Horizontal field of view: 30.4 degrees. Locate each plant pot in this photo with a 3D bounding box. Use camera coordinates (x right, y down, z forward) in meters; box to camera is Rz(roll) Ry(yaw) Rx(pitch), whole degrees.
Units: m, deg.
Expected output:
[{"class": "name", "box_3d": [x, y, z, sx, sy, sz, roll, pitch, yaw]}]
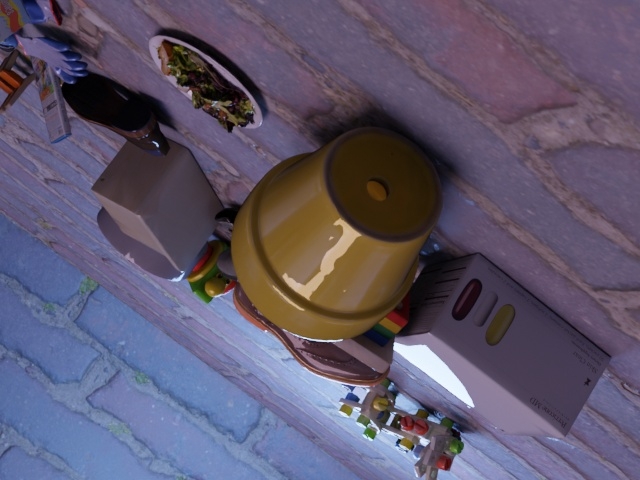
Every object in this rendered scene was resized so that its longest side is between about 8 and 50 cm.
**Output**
[{"class": "plant pot", "box_3d": [0.035, -0.024, 1.539, 0.254, 0.254, 0.239, 36, 149, -4]}]

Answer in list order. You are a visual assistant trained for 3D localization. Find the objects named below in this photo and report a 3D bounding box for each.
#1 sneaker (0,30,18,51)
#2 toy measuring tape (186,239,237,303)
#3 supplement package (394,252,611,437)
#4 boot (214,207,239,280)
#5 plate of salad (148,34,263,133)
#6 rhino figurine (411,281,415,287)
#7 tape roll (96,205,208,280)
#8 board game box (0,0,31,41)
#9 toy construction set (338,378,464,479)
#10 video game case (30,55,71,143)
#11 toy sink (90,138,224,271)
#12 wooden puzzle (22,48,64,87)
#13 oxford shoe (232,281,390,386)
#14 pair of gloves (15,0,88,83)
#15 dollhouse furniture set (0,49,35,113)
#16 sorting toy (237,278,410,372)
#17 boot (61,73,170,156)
[{"class": "sneaker", "box_3d": [-0.607, -0.382, 2.041, 0.188, 0.067, 0.078, 31, 157, 3]}, {"class": "toy measuring tape", "box_3d": [-0.240, 0.035, 2.504, 0.121, 0.121, 0.330, 42, -176, -25]}, {"class": "supplement package", "box_3d": [0.257, 0.163, 1.767, 0.262, 0.145, 0.204, 37, 164, -10]}, {"class": "boot", "box_3d": [-0.146, -0.003, 2.228, 0.246, 0.083, 0.161, 2, 137, 52]}, {"class": "plate of salad", "box_3d": [-0.171, -0.219, 1.693, 0.199, 0.048, 0.200, 31, 163, 11]}, {"class": "rhino figurine", "box_3d": [0.097, 0.090, 1.999, 0.243, 0.073, 0.106, 27, 159, 29]}, {"class": "tape roll", "box_3d": [-0.332, -0.018, 2.333, 0.219, 0.072, 0.219, 34, -163, -12]}, {"class": "board game box", "box_3d": [-0.613, -0.389, 1.846, 0.275, 0.142, 0.144, 20, 143, 38]}, {"class": "toy construction set", "box_3d": [0.195, 0.416, 2.618, 0.327, 0.151, 0.215, 34, 167, 43]}, {"class": "video game case", "box_3d": [-0.468, -0.256, 2.039, 0.119, 0.015, 0.166, -5, 98, 66]}, {"class": "toy sink", "box_3d": [-0.295, -0.074, 2.157, 0.131, 0.153, 0.234, 27, 163, 25]}, {"class": "wooden puzzle", "box_3d": [-0.490, -0.304, 2.127, 0.116, 0.014, 0.078, 34, 163, 4]}, {"class": "oxford shoe", "box_3d": [-0.019, 0.170, 2.359, 0.363, 0.130, 0.133, 30, 154, 7]}, {"class": "pair of gloves", "box_3d": [-0.455, -0.335, 1.900, 0.159, 0.023, 0.198, 20, 147, 32]}, {"class": "dollhouse furniture set", "box_3d": [-0.689, -0.336, 2.205, 0.262, 0.135, 0.259, 41, 162, -20]}, {"class": "sorting toy", "box_3d": [0.024, 0.033, 1.755, 0.255, 0.089, 0.257, 33, -152, -12]}, {"class": "boot", "box_3d": [-0.349, -0.208, 2.003, 0.219, 0.082, 0.106, 31, 167, 32]}]
